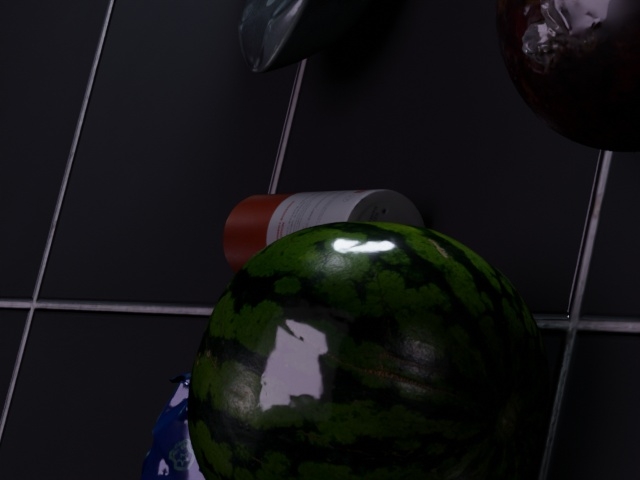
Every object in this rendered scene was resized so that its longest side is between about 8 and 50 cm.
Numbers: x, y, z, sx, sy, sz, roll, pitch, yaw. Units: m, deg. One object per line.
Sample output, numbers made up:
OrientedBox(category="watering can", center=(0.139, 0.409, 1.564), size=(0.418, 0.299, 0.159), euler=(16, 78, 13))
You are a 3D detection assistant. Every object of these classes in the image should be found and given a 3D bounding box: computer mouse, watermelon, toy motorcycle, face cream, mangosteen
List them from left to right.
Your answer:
OrientedBox(category="toy motorcycle", center=(-0.141, 0.257, 1.769), size=(0.331, 0.125, 0.196), euler=(-52, 36, 20))
OrientedBox(category="face cream", center=(0.000, 0.000, 1.709), size=(0.214, 0.096, 0.095), euler=(1, 74, 56))
OrientedBox(category="computer mouse", center=(0.045, -0.320, 1.824), size=(0.379, 0.090, 0.167), euler=(-57, 23, -7))
OrientedBox(category="watermelon", center=(0.038, 0.120, 1.421), size=(0.285, 0.285, 0.285), euler=(-30, 50, 45))
OrientedBox(category="mangosteen", center=(0.213, -0.193, 1.352), size=(0.235, 0.261, 0.235), euler=(-27, 55, 46))
